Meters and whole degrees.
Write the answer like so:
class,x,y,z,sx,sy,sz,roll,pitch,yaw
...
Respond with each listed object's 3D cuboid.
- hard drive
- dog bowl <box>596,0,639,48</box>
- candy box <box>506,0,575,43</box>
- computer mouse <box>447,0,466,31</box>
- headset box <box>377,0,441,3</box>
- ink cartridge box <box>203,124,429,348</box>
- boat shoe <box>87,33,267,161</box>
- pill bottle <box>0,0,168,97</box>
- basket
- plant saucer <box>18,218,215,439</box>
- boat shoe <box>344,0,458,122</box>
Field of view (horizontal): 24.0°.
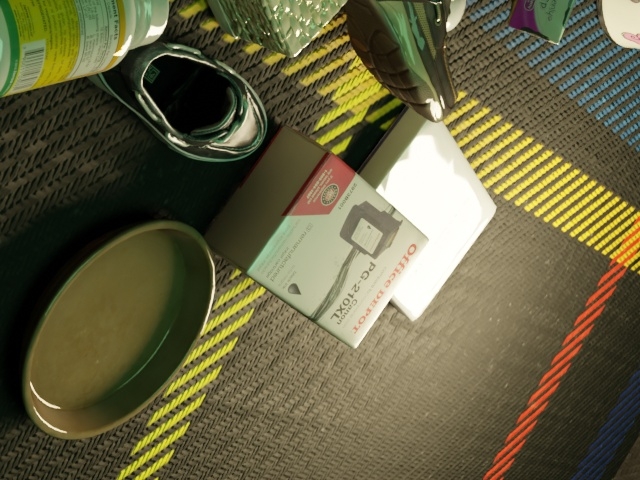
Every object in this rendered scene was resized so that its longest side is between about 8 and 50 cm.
class,x,y,z,sx,sy,sz,roll,pitch,yaw
hard drive,0.128,-0.034,2.052,0.210,0.040,0.319,-53,149,-6
dog bowl,0.586,-0.447,2.223,0.408,0.150,0.408,-35,142,-33
candy box,0.293,-0.351,1.871,0.233,0.071,0.159,-67,176,-69
computer mouse,0.127,-0.283,1.824,0.193,0.042,0.106,-12,126,-50
headset box,0.021,-0.369,1.363,0.246,0.131,0.283,17,92,-26
ink cartridge box,0.000,0.000,1.802,0.172,0.100,0.237,-55,137,-3
boat shoe,-0.123,-0.141,1.540,0.108,0.102,0.301,-56,149,-2
pill bottle,-0.237,-0.196,1.316,0.208,0.117,0.117,-22,134,-44
basket,-0.053,-0.279,1.514,0.113,0.103,0.167,-49,147,-16
plant saucer,-0.228,0.094,1.666,0.278,0.041,0.278,-36,143,-33
boat shoe,0.099,-0.270,1.674,0.130,0.132,0.355,-41,141,-9
